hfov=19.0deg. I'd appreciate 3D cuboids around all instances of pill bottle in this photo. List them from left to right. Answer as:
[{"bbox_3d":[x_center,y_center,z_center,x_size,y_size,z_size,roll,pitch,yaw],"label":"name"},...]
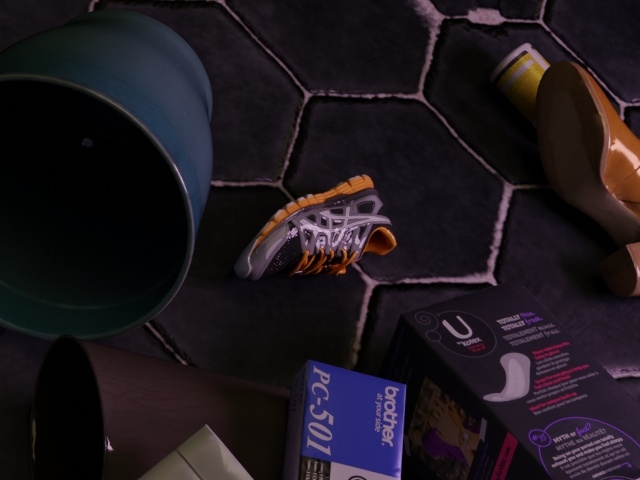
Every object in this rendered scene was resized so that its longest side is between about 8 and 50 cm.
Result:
[{"bbox_3d":[0.259,-0.170,2.247,0.116,0.065,0.065,48,48,10],"label":"pill bottle"}]

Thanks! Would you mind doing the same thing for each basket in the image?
[{"bbox_3d":[-0.123,0.189,1.705,0.227,0.154,0.204,9,43,-28],"label":"basket"}]

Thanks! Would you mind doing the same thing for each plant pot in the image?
[{"bbox_3d":[-0.220,-0.086,1.796,0.271,0.272,0.255,30,32,-6],"label":"plant pot"}]

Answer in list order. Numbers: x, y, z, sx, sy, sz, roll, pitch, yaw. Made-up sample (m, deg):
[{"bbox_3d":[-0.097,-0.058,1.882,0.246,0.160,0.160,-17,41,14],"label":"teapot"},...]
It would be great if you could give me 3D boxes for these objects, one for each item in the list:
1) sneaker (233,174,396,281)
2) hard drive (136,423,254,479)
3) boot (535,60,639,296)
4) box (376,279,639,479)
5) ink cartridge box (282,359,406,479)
[{"bbox_3d":[0.000,0.000,1.962,0.215,0.084,0.083,-27,77,-41],"label":"sneaker"},{"bbox_3d":[-0.154,0.346,1.522,0.353,0.047,0.233,-38,78,-13],"label":"hard drive"},{"bbox_3d":[0.372,-0.072,2.207,0.211,0.104,0.295,-9,76,-42],"label":"boot"},{"bbox_3d":[0.194,0.188,1.844,0.165,0.143,0.270,-14,48,-36],"label":"box"},{"bbox_3d":[0.017,0.213,1.657,0.097,0.046,0.207,15,57,-17],"label":"ink cartridge box"}]
